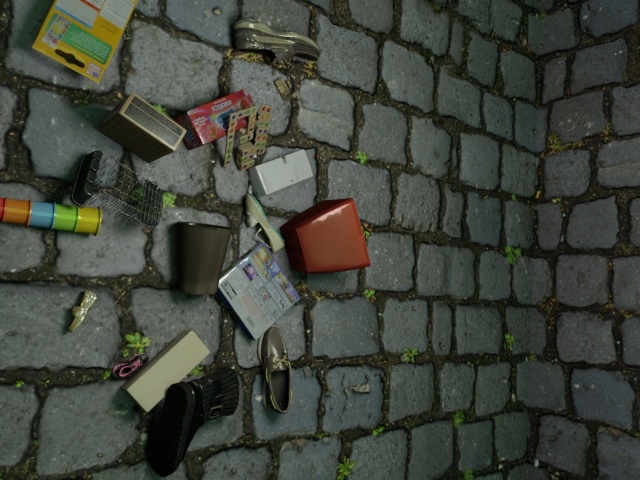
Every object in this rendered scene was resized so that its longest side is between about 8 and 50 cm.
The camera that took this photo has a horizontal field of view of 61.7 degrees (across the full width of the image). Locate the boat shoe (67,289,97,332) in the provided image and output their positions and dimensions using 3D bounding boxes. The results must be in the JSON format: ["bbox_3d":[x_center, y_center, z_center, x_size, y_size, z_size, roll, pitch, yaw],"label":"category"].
[{"bbox_3d":[-0.733,0.213,1.626,0.045,0.050,0.135,37,58,-25],"label":"boat shoe"}]

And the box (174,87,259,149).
[{"bbox_3d":[-0.357,-0.423,1.869,0.257,0.128,0.122,-33,107,-32],"label":"box"}]

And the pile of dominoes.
[{"bbox_3d":[-0.246,-0.363,1.895,0.196,0.251,0.040,-31,64,-35],"label":"pile of dominoes"}]

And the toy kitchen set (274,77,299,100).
[{"bbox_3d":[-0.120,-0.599,2.078,0.068,0.075,0.083,-42,116,-30],"label":"toy kitchen set"}]

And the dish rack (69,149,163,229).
[{"bbox_3d":[-0.617,-0.146,1.662,0.271,0.074,0.208,33,39,-38],"label":"dish rack"}]

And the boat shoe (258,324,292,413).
[{"bbox_3d":[-0.161,0.478,1.993,0.117,0.097,0.324,0,88,-35],"label":"boat shoe"}]

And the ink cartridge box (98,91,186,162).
[{"bbox_3d":[-0.554,-0.342,1.660,0.193,0.235,0.088,36,68,-30],"label":"ink cartridge box"}]

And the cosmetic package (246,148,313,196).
[{"bbox_3d":[-0.153,-0.258,2.038,0.231,0.085,0.117,-28,104,-34],"label":"cosmetic package"}]

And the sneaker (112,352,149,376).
[{"bbox_3d":[-0.598,0.401,1.708,0.119,0.057,0.047,-28,102,-34],"label":"sneaker"}]

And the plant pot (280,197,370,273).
[{"bbox_3d":[0.000,0.000,2.047,0.236,0.267,0.267,-18,99,-22],"label":"plant pot"}]

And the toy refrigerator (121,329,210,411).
[{"bbox_3d":[-0.505,0.421,1.754,0.269,0.094,0.102,-44,107,-30],"label":"toy refrigerator"}]

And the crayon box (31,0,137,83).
[{"bbox_3d":[-0.724,-0.659,1.644,0.203,0.083,0.322,27,72,-32],"label":"crayon box"}]

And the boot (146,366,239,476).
[{"bbox_3d":[-0.413,0.602,1.792,0.260,0.131,0.347,2,113,-60],"label":"boot"}]

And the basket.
[{"bbox_3d":[-0.402,0.059,1.800,0.154,0.204,0.226,0,98,-60],"label":"basket"}]

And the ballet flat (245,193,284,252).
[{"bbox_3d":[-0.223,-0.056,1.986,0.086,0.086,0.248,-46,113,-28],"label":"ballet flat"}]

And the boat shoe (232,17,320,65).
[{"bbox_3d":[-0.170,-0.726,2.032,0.356,0.132,0.130,7,94,-27],"label":"boat shoe"}]

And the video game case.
[{"bbox_3d":[-0.235,0.185,1.974,0.244,0.061,0.269,-41,111,-29],"label":"video game case"}]

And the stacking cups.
[{"bbox_3d":[-0.808,-0.080,1.552,0.316,0.096,0.096,10,82,-35],"label":"stacking cups"}]
